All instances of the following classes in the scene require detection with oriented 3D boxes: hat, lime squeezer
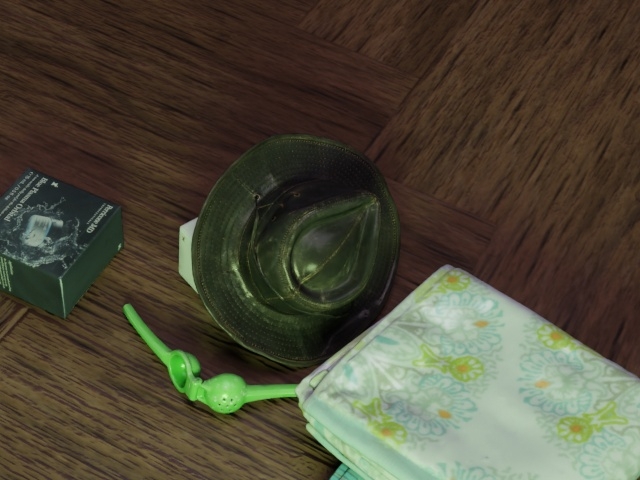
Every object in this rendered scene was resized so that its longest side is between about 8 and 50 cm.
[{"bbox_3d":[0.000,0.000,1.458,0.331,0.134,0.331,5,80,-27],"label":"hat"},{"bbox_3d":[-0.145,0.165,1.449,0.310,0.059,0.110,20,50,12],"label":"lime squeezer"}]

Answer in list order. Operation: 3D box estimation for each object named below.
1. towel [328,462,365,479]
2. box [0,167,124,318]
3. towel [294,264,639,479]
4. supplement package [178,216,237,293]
[{"bbox_3d":[0.107,0.415,1.228,0.370,0.040,0.271,24,50,28],"label":"towel"},{"bbox_3d":[-0.382,0.001,1.542,0.158,0.093,0.156,23,50,11],"label":"box"},{"bbox_3d":[0.199,0.208,1.349,0.374,0.090,0.320,34,56,29],"label":"towel"},{"bbox_3d":[-0.098,0.007,1.560,0.179,0.105,0.105,-29,60,-29],"label":"supplement package"}]
